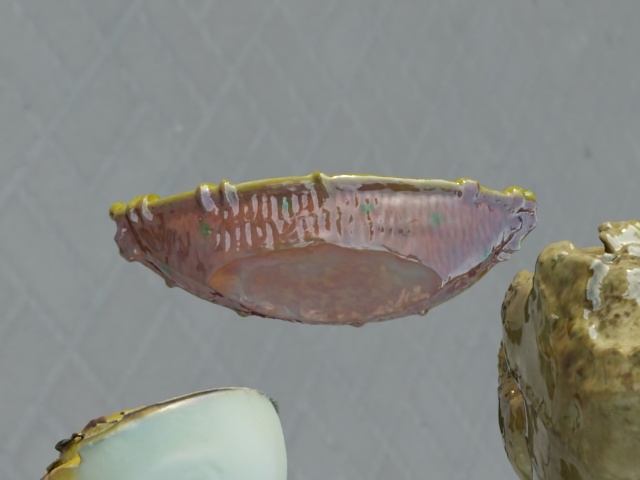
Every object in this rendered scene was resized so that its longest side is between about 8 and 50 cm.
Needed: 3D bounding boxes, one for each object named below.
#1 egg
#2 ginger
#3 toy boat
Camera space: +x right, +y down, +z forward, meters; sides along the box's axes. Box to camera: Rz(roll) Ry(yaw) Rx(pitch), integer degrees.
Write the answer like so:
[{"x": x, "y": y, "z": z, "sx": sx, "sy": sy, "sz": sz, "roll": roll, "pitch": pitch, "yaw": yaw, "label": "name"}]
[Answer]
[{"x": -0.142, "y": 0.271, "z": 1.959, "sx": 0.286, "sy": 0.264, "sz": 0.174, "roll": 83, "pitch": -15, "yaw": -63, "label": "egg"}, {"x": 0.153, "y": 0.163, "z": 1.070, "sx": 0.166, "sy": 0.236, "sz": 0.376, "roll": -23, "pitch": 136, "yaw": -44, "label": "ginger"}, {"x": 0.002, "y": 0.004, "z": 1.411, "sx": 0.099, "sy": 0.317, "sz": 0.141, "roll": -91, "pitch": 179, "yaw": -54, "label": "toy boat"}]
